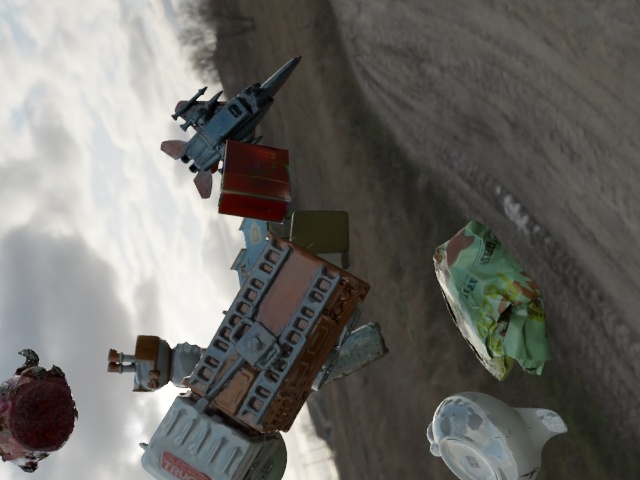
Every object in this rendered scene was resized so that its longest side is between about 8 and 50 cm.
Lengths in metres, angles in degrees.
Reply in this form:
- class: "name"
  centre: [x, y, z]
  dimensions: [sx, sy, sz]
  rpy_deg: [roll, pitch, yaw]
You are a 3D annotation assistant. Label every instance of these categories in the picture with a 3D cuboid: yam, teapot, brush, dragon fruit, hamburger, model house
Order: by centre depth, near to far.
- class: "hamburger"
  centre: [0.253, 0.109, 1.088]
  dimensions: [0.235, 0.125, 0.214]
  rpy_deg: [67, -174, -47]
- class: "teapot"
  centre: [0.299, 0.361, 1.426]
  dimensions: [0.208, 0.166, 0.299]
  rpy_deg: [48, 160, -19]
- class: "brush"
  centre: [0.000, 0.000, 1.610]
  dimensions: [0.197, 0.123, 0.059]
  rpy_deg: [-88, -6, -62]
- class: "dragon fruit"
  centre: [-0.656, 0.388, 1.740]
  dimensions: [0.147, 0.211, 0.282]
  rpy_deg: [-12, 77, 57]
- class: "yam"
  centre: [0.041, 0.278, 1.796]
  dimensions: [0.093, 0.259, 0.093]
  rpy_deg: [51, -160, -27]
- class: "model house"
  centre: [-0.102, 0.006, 1.938]
  dimensions: [0.271, 0.178, 0.207]
  rpy_deg: [-21, 78, 54]

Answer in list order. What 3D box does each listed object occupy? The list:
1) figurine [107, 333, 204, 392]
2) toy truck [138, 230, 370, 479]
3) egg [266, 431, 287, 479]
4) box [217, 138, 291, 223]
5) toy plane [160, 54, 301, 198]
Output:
- class: "figurine"
  centre: [-0.355, 0.291, 1.780]
  dimensions: [0.143, 0.271, 0.143]
  rpy_deg: [12, -90, -86]
- class: "toy truck"
  centre: [-0.094, 0.185, 1.077]
  dimensions: [0.388, 0.173, 0.207]
  rpy_deg: [-61, -11, -5]
- class: "egg"
  centre: [-0.154, 0.439, 1.574]
  dimensions: [0.236, 0.169, 0.169]
  rpy_deg: [70, -177, -55]
- class: "box"
  centre: [-0.106, -0.099, 1.241]
  dimensions: [0.175, 0.112, 0.048]
  rpy_deg: [-98, 20, -56]
- class: "toy plane"
  centre: [-0.158, -0.239, 1.473]
  dimensions: [0.223, 0.326, 0.104]
  rpy_deg: [49, -162, 9]
